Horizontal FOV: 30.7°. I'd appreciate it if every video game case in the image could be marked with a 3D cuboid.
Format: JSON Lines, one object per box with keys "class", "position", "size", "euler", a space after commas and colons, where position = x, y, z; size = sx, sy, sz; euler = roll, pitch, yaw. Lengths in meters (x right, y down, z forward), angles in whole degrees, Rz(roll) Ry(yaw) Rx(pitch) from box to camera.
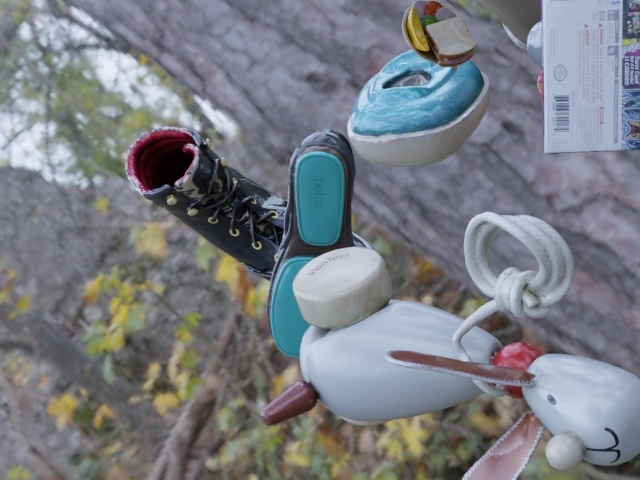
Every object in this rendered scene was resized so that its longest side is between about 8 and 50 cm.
{"class": "video game case", "position": [0.337, -0.209, 1.218], "size": [0.042, 0.210, 0.232], "euler": [-68, -26, -69]}

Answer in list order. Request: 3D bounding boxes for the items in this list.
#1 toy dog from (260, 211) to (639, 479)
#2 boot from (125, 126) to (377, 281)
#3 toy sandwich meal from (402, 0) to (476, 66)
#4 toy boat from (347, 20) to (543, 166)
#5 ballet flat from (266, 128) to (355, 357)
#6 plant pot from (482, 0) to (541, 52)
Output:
{"class": "toy dog", "position": [0.077, 0.119, 0.924], "size": [0.161, 0.220, 0.334], "euler": [-41, 14, -30]}
{"class": "boot", "position": [-0.110, -0.037, 1.747], "size": [0.284, 0.377, 0.138], "euler": [38, -96, -40]}
{"class": "toy sandwich meal", "position": [0.126, -0.223, 1.234], "size": [0.085, 0.085, 0.029], "euler": [-43, -3, -27]}
{"class": "toy boat", "position": [0.195, -0.211, 1.584], "size": [0.318, 0.148, 0.267], "euler": [-6, 26, 18]}
{"class": "ballet flat", "position": [0.000, 0.000, 1.335], "size": [0.096, 0.095, 0.280], "euler": [-75, -4, -61]}
{"class": "plant pot", "position": [0.358, -0.476, 1.880], "size": [0.280, 0.323, 0.323], "euler": [17, -56, -39]}
